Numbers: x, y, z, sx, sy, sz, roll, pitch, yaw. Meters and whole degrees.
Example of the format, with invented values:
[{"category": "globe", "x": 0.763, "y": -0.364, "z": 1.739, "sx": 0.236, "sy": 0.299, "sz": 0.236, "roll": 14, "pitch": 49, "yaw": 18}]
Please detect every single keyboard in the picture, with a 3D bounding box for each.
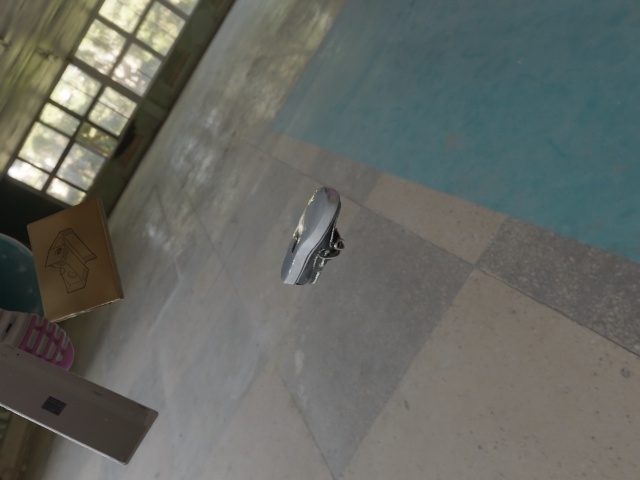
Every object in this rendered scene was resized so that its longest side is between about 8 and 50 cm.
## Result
[{"category": "keyboard", "x": -0.336, "y": 0.205, "z": 0.687, "sx": 0.014, "sy": 0.256, "sz": 0.072, "roll": 87, "pitch": -155, "yaw": -56}]

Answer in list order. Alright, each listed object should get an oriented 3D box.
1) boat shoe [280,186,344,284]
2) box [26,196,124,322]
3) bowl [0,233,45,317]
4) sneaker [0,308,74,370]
[{"category": "boat shoe", "x": 0.000, "y": 0.003, "z": 1.215, "sx": 0.113, "sy": 0.105, "sz": 0.306, "roll": -97, "pitch": 24, "yaw": -46}, {"category": "box", "x": -0.466, "y": 0.039, "z": 1.008, "sx": 0.164, "sy": 0.021, "sz": 0.201, "roll": -19, "pitch": 80, "yaw": 11}, {"category": "bowl", "x": -0.719, "y": 0.146, "z": 1.071, "sx": 0.163, "sy": 0.311, "sz": 0.311, "roll": -11, "pitch": 48, "yaw": 22}, {"category": "sneaker", "x": -0.550, "y": 0.172, "z": 0.921, "sx": 0.104, "sy": 0.236, "sz": 0.095, "roll": -42, "pitch": 26, "yaw": 39}]
